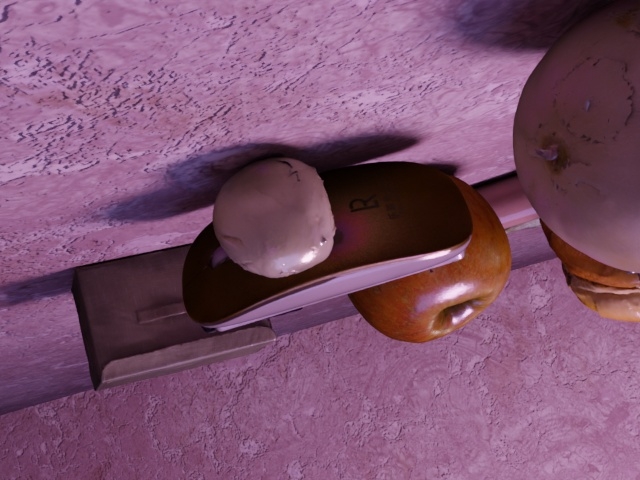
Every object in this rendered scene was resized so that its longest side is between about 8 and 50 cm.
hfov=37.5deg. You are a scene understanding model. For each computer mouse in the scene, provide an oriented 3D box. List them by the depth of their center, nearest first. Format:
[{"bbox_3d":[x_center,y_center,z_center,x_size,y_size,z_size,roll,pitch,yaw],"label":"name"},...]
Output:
[{"bbox_3d":[0.000,0.000,0.975,0.310,0.158,0.072,-17,132,4],"label":"computer mouse"}]

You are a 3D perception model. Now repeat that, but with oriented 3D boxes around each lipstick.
[{"bbox_3d":[0.305,-0.067,1.331,0.254,0.070,0.070,-18,170,19],"label":"lipstick"}]

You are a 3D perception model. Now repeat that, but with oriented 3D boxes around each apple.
[{"bbox_3d":[0.121,0.014,1.202,0.237,0.207,0.237,-26,158,-11],"label":"apple"}]

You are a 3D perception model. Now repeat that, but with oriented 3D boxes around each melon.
[{"bbox_3d":[0.289,-0.085,0.736,0.317,0.223,0.223,-7,168,-35],"label":"melon"}]

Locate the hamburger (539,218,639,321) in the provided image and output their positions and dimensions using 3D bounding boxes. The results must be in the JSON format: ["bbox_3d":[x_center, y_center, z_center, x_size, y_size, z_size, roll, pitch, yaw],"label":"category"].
[{"bbox_3d":[0.484,-0.025,1.346,0.314,0.290,0.170,-21,125,19],"label":"hamburger"}]

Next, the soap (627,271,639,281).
[{"bbox_3d":[0.589,-0.006,1.099,0.435,0.350,0.213,-32,-147,-18],"label":"soap"}]

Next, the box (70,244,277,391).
[{"bbox_3d":[-0.198,0.097,1.249,0.231,0.149,0.155,-13,170,-17],"label":"box"}]

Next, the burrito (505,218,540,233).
[{"bbox_3d":[0.240,-0.027,1.480,0.309,0.066,0.096,-15,169,-18],"label":"burrito"}]

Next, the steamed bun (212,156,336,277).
[{"bbox_3d":[-0.048,-0.028,0.893,0.112,0.130,0.091,-16,128,-3],"label":"steamed bun"}]
